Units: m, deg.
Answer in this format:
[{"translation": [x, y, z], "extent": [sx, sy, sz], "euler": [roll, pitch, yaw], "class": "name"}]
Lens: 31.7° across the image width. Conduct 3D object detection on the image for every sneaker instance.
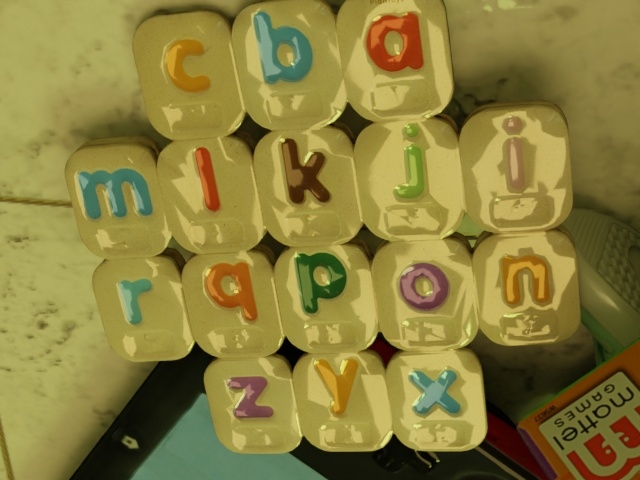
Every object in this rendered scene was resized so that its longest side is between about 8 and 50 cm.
[{"translation": [0.182, 0.091, 0.723], "extent": [0.151, 0.094, 0.256], "euler": [-29, 124, 32], "class": "sneaker"}]

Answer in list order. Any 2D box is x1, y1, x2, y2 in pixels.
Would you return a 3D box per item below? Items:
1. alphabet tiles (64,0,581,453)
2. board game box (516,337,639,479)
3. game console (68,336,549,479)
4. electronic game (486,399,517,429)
[{"translation": [0.000, 0.000, 0.639], "extent": [0.284, 0.021, 0.278], "euler": [-4, 114, 15], "class": "alphabet tiles"}, {"translation": [0.383, 0.198, 0.551], "extent": [0.356, 0.356, 0.356], "euler": [-35, 127, 2], "class": "board game box"}, {"translation": [-0.005, 0.223, 0.814], "extent": [0.342, 0.060, 0.386], "euler": [33, 128, -8], "class": "game console"}, {"translation": [0.041, 0.174, 0.844], "extent": [0.229, 0.048, 0.229], "euler": [2, 134, 2], "class": "electronic game"}]
